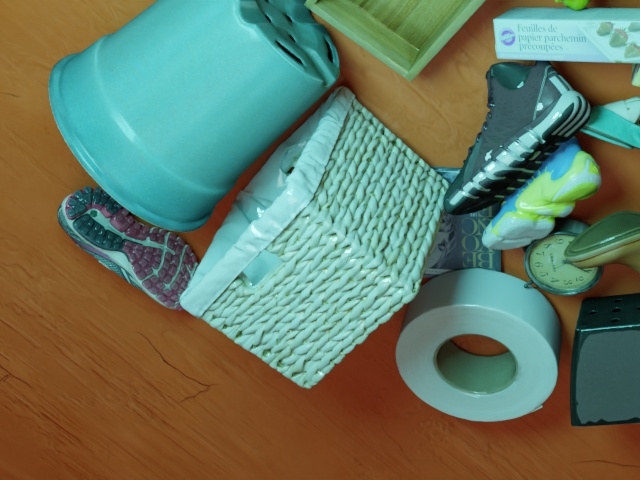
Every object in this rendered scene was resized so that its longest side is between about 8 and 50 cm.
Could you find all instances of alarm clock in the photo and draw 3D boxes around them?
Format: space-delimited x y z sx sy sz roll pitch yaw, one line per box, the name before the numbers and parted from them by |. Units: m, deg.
alarm clock | 0.423 0.024 2.016 0.192 0.064 0.129 -3 123 21

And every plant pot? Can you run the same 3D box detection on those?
plant pot | -0.172 -0.242 1.854 0.334 0.341 0.341 -36 109 25
plant pot | 0.508 0.190 2.046 0.187 0.188 0.167 -8 110 21

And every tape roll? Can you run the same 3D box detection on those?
tape roll | 0.279 0.187 2.140 0.286 0.100 0.286 8 130 10

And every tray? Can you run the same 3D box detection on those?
tray | 0.164 -0.419 1.723 0.203 0.076 0.411 34 140 -9

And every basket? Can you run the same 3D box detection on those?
basket | 0.000 0.000 1.947 0.266 0.331 0.328 38 127 -10

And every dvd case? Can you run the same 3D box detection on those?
dvd case | 0.224 -0.026 2.068 0.165 0.018 0.221 4 126 14

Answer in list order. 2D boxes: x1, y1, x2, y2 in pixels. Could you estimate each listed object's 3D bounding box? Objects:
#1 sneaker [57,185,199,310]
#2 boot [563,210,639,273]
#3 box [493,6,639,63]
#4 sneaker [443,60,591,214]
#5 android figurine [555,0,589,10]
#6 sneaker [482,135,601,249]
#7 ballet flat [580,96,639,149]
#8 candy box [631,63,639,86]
sneaker | -0.342 0.013 2.213 0.299 0.121 0.112 42 154 -16
boot | 0.546 0.052 1.945 0.283 0.109 0.220 -21 111 -2
box | 0.401 -0.291 1.725 0.324 0.067 0.063 8 119 36
sneaker | 0.274 -0.173 1.881 0.281 0.106 0.162 -42 63 28
android figurine | 0.391 -0.394 1.615 0.248 0.056 0.273 -15 163 3
sneaker | 0.342 -0.083 1.946 0.091 0.126 0.240 14 143 -39
ballet flat | 0.495 -0.170 1.861 0.247 0.083 0.087 23 103 -1
candy box | 0.625 -0.271 1.734 0.316 0.087 0.183 18 127 4
